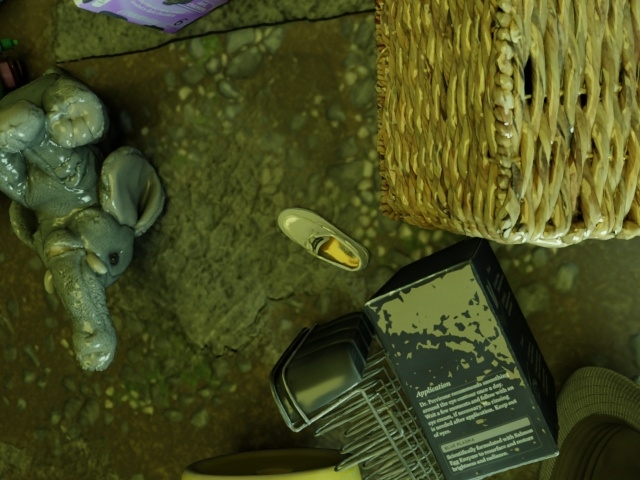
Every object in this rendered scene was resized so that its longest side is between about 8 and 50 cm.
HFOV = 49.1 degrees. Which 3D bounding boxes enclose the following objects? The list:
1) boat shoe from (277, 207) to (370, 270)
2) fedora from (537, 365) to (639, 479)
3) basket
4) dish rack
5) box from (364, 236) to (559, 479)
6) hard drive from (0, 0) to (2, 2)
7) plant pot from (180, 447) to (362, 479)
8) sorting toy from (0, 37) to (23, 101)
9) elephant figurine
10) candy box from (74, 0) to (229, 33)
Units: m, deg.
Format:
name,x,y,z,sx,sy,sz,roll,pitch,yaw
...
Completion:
name,x,y,z,sx,sy,sz,roll,pitch,yaw
boat shoe,0.000,0.000,0.674,0.100,0.035,0.035,33,105,9
fedora,0.281,0.237,0.554,0.124,0.244,0.275,0,99,-14
basket,0.178,-0.156,0.573,0.213,0.223,0.299,-5,97,-17
dish rack,0.068,0.192,0.599,0.074,0.208,0.271,-31,90,10
box,0.124,0.090,0.589,0.093,0.156,0.158,-24,90,19
hard drive,-0.391,-0.314,0.734,0.254,0.054,0.172,-34,87,18
plant pot,-0.039,0.322,0.634,0.254,0.254,0.239,-6,81,17
sorting toy,-0.326,-0.177,0.722,0.042,0.102,0.061,-20,117,-20
elephant figurine,-0.239,-0.030,0.687,0.169,0.186,0.239,10,132,48
candy box,-0.100,-0.262,0.599,0.196,0.165,0.070,-23,92,18
